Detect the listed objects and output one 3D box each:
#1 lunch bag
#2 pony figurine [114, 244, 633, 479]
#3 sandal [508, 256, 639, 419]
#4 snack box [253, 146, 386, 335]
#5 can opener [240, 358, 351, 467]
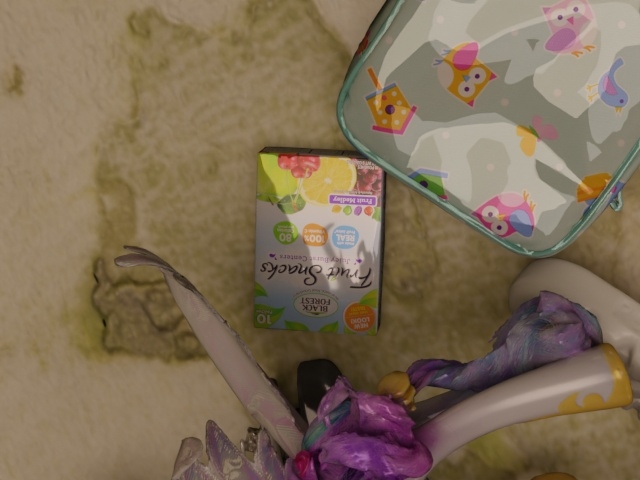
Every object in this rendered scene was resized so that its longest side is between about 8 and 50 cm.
[{"bbox_3d":[0.158,-0.136,0.890,0.224,0.108,0.279,33,105,-5],"label":"lunch bag"},{"bbox_3d":[0.029,0.164,0.834,0.363,0.303,0.351,-19,123,4],"label":"pony figurine"},{"bbox_3d":[0.334,0.123,0.910,0.416,0.169,0.102,35,76,-1],"label":"sandal"},{"bbox_3d":[0.000,0.000,0.975,0.100,0.037,0.141,4,102,8],"label":"snack box"},{"bbox_3d":[-0.003,0.240,1.006,0.093,0.074,0.281,-8,101,8],"label":"can opener"}]
